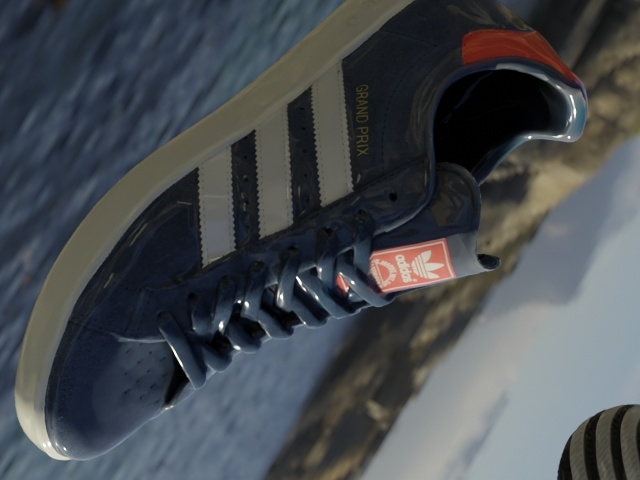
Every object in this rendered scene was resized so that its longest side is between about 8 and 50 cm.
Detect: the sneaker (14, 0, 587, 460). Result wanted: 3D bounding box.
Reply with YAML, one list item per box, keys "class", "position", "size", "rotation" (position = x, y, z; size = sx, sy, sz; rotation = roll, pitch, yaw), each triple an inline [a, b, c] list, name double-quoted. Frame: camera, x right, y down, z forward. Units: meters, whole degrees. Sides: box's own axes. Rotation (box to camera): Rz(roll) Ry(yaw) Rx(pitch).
- class: "sneaker"
  position: [0.000, 0.000, 0.957]
  size: [0.350, 0.148, 0.131]
  rotation: [-46, 150, -14]

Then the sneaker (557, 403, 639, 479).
- class: "sneaker"
  position: [0.227, 0.212, 0.953]
  size: [0.162, 0.281, 0.106]
  rotation: [-9, 179, -41]
